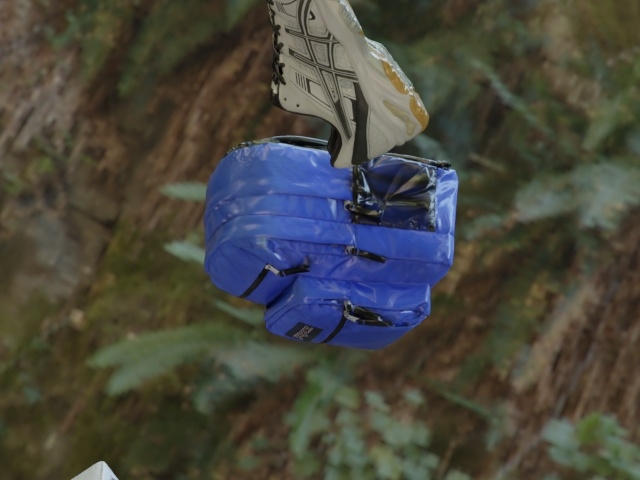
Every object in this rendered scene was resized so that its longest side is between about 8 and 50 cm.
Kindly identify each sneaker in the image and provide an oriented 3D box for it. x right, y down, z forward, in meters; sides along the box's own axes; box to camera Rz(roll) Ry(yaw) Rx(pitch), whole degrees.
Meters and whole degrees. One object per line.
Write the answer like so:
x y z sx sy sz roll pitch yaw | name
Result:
-0.004 -0.055 0.499 0.037 0.032 0.083 -33 -68 10 | sneaker

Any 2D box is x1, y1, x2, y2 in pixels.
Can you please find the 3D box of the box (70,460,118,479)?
-0.124 0.194 0.916 0.101 0.087 0.102 56 4 -16 | box

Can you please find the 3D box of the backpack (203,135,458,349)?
0.000 0.000 0.885 0.120 0.101 0.098 12 -25 -15 | backpack
